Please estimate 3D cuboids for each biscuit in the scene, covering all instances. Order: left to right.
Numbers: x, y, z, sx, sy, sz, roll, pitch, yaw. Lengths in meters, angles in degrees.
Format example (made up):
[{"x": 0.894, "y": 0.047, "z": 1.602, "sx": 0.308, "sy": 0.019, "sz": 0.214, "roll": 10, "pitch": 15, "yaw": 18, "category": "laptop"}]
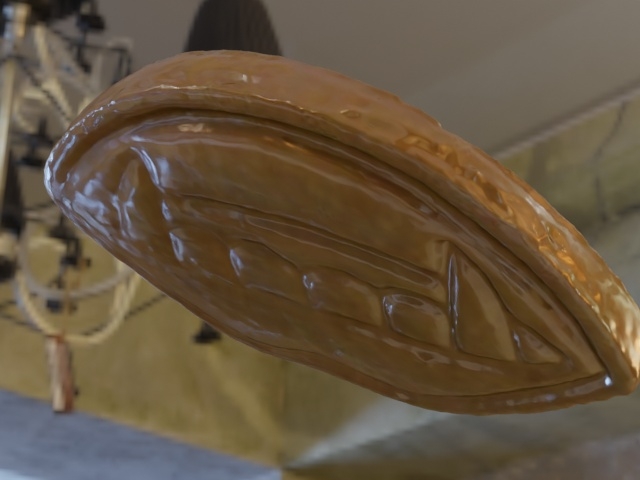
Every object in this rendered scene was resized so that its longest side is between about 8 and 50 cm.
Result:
[{"x": 0.000, "y": 0.000, "z": 0.512, "sx": 0.221, "sy": 0.029, "sz": 0.142, "roll": 20, "pitch": -35, "yaw": 21, "category": "biscuit"}]
